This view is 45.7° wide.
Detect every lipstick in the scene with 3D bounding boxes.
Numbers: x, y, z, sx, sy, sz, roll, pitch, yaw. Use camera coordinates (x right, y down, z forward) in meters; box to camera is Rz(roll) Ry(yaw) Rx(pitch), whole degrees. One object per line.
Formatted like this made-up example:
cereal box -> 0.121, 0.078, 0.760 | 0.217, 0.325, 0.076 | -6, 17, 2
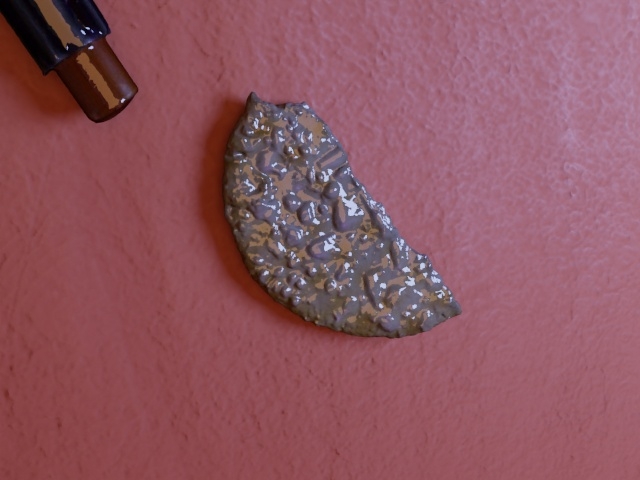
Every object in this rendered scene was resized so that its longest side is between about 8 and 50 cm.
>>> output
lipstick -> -0.238, -0.225, 0.574 | 0.081, 0.081, 0.299 | -35, 108, -6

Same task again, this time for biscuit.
biscuit -> 0.000, 0.000, 0.703 | 0.141, 0.038, 0.289 | -40, 106, -4
